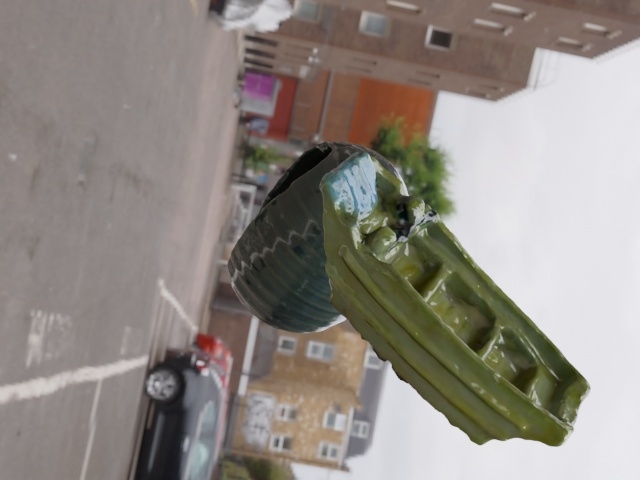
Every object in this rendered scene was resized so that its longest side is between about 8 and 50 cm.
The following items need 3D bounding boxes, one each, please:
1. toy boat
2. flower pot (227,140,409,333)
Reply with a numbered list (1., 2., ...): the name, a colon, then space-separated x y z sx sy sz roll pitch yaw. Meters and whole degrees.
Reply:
1. toy boat: 0.093 0.056 0.795 0.084 0.276 0.111 -45 177 36
2. flower pot: 0.000 0.000 1.095 0.243 0.157 0.189 -51 -175 37
